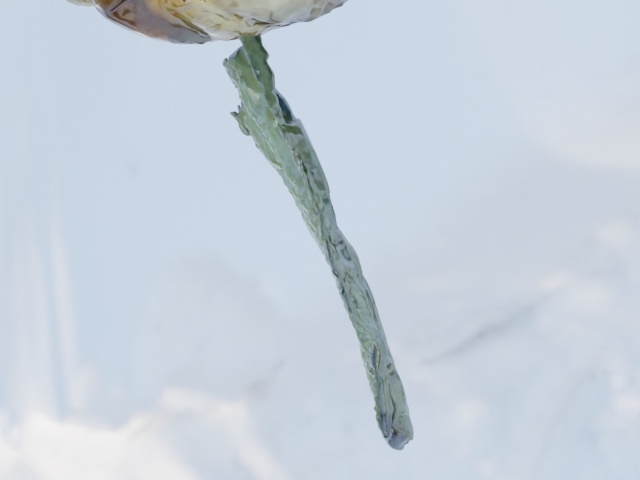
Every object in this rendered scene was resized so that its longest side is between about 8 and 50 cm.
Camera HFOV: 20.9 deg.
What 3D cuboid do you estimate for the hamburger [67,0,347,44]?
[{"bbox_3d":[-0.033,-0.241,0.681,0.174,0.284,0.304,31,142,38],"label":"hamburger"}]

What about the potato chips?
[{"bbox_3d":[-0.001,0.000,0.794,0.092,0.028,0.207,73,173,-75],"label":"potato chips"}]
